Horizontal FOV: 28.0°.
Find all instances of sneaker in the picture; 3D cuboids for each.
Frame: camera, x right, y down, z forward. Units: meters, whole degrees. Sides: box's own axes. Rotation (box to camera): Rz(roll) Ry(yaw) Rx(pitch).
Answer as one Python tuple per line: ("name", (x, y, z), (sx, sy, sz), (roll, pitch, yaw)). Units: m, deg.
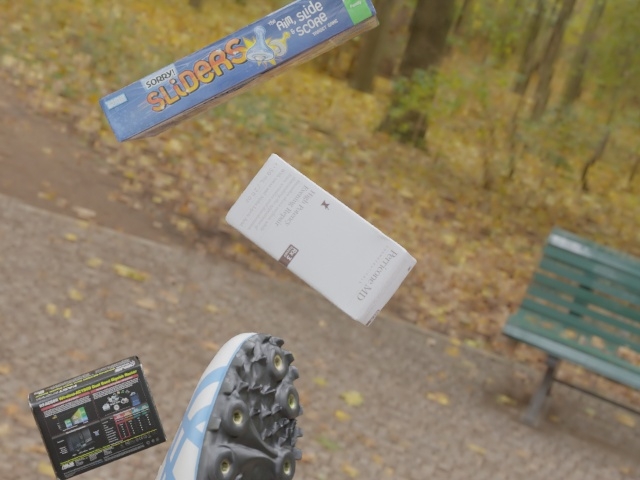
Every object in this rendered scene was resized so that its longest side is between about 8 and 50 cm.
("sneaker", (-0.076, 0.158, 0.679), (0.086, 0.237, 0.085), (10, -13, 37))

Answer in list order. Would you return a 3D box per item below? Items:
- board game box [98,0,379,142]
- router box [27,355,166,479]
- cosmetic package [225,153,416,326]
("board game box", (-0.054, -0.133, 0.949), (0.201, 0.035, 0.136), (-26, 4, 5))
("router box", (-0.233, 0.185, 1.341), (0.123, 0.092, 0.038), (-19, 16, -13))
("cosmetic package", (0.000, 0.000, 1.709), (0.231, 0.117, 0.085), (36, 0, 18))
